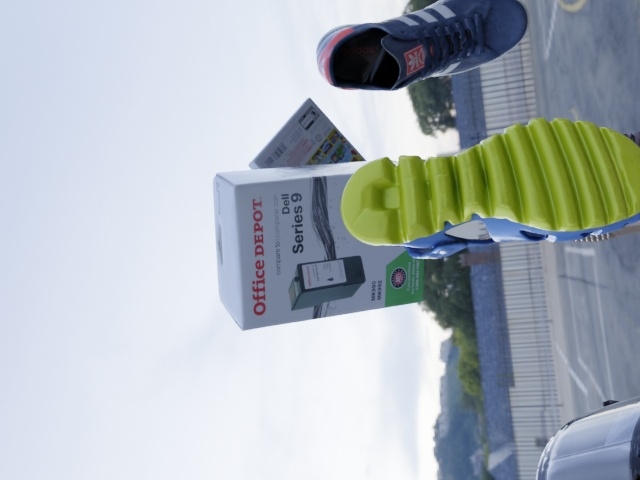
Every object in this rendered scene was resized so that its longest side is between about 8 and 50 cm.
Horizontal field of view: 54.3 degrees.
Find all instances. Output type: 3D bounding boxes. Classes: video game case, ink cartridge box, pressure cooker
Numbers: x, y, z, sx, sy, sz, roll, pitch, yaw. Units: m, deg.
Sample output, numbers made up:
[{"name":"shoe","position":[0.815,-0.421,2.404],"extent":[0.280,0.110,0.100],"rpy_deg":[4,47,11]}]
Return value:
[{"name":"video game case","position":[-0.010,-0.144,1.233],"extent":[0.206,0.026,0.227],"rpy_deg":[46,-129,-15]},{"name":"ink cartridge box","position":[0.000,0.000,0.917],"extent":[0.121,0.289,0.211],"rpy_deg":[-148,53,-64]},{"name":"pressure cooker","position":[0.602,0.460,1.108],"extent":[0.420,0.369,0.376],"rpy_deg":[120,142,-60]}]

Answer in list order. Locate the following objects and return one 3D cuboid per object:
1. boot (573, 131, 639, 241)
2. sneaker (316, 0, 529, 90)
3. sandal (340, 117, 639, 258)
[{"name":"boot","position":[0.570,-0.109,1.250],"extent":[0.090,0.248,0.207],"rpy_deg":[46,-136,-56]},{"name":"sneaker","position":[0.164,-0.304,0.997],"extent":[0.148,0.349,0.131],"rpy_deg":[-84,-21,-61]},{"name":"sandal","position":[0.190,-0.044,0.683],"extent":[0.138,0.317,0.126],"rpy_deg":[40,-130,-62]}]
